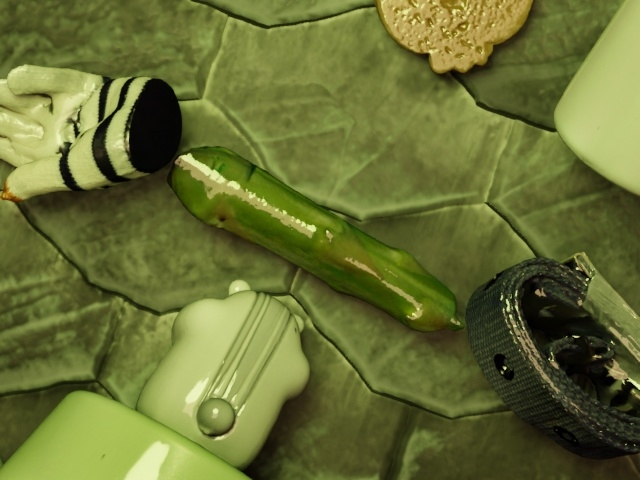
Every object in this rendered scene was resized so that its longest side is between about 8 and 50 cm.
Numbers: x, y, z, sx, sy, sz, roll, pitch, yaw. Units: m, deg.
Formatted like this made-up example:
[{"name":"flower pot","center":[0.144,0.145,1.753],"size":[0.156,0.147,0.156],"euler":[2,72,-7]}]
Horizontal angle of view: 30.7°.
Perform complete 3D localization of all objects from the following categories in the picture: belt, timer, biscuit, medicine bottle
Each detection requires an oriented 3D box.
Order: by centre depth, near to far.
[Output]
[{"name":"medicine bottle","center":[0.361,-0.190,1.100],"size":[0.170,0.170,0.293],"euler":[30,118,3]},{"name":"timer","center":[-0.126,0.190,1.173],"size":[0.291,0.291,0.315],"euler":[29,70,3]},{"name":"belt","center":[0.253,0.123,1.187],"size":[0.230,0.126,0.139],"euler":[45,66,1]},{"name":"biscuit","center":[0.140,-0.256,1.220],"size":[0.170,0.050,0.170],"euler":[0,99,0]}]

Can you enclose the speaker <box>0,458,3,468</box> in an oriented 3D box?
[{"name":"speaker","center":[-0.508,0.158,1.209],"size":[0.183,0.184,0.406],"euler":[-30,89,4]}]

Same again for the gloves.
[{"name":"gloves","center":[-0.261,-0.113,1.226],"size":[0.219,0.131,0.140],"euler":[-1,94,35]}]

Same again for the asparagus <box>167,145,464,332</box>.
[{"name":"asparagus","center":[-0.001,0.002,1.221],"size":[0.343,0.085,0.082],"euler":[28,82,-3]}]
